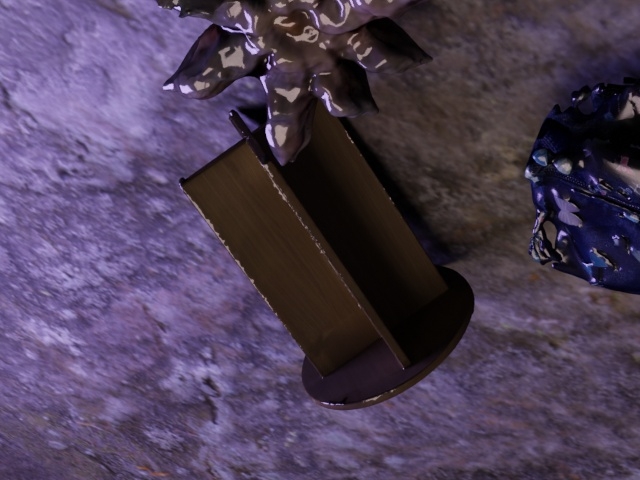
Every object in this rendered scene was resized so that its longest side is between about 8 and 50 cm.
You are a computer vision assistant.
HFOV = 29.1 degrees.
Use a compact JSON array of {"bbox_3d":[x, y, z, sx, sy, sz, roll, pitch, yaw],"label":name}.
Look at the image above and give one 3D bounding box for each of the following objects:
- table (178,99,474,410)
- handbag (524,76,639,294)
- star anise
[{"bbox_3d":[0.000,0.000,1.004,0.167,0.167,0.227,-11,124,39],"label":"table"},{"bbox_3d":[0.270,-0.028,0.834,0.260,0.113,0.162,14,151,11],"label":"handbag"},{"bbox_3d":[-0.015,-0.157,0.824,0.236,0.093,0.229,-10,127,24],"label":"star anise"}]
